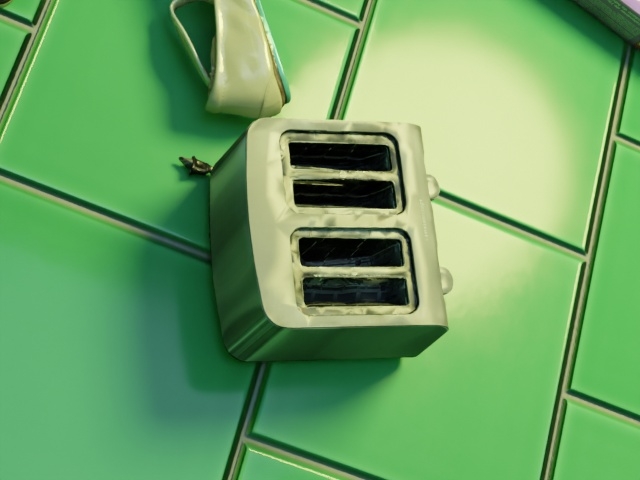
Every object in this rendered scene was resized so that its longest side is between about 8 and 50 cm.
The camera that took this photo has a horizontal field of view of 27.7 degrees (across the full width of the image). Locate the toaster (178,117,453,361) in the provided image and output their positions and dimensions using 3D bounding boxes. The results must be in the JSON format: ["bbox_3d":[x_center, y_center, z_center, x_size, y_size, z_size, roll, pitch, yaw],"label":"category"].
[{"bbox_3d":[0.000,0.000,0.977,0.185,0.110,0.168,1,71,-20],"label":"toaster"}]

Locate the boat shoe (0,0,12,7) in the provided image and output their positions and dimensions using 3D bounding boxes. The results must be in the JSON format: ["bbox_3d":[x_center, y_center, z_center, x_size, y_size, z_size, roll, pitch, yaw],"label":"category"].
[{"bbox_3d":[-0.291,-0.221,0.983,0.133,0.042,0.049,23,68,-10],"label":"boat shoe"}]

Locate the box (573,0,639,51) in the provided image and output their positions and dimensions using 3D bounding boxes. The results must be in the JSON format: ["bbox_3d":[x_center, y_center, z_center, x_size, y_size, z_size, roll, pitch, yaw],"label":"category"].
[{"bbox_3d":[0.254,-0.331,1.192,0.293,0.057,0.201,35,76,-8],"label":"box"}]

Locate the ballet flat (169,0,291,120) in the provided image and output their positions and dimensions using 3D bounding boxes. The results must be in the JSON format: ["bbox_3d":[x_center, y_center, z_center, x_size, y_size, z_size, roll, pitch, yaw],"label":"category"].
[{"bbox_3d":[-0.086,-0.213,1.040,0.086,0.086,0.248,-7,76,-22],"label":"ballet flat"}]
